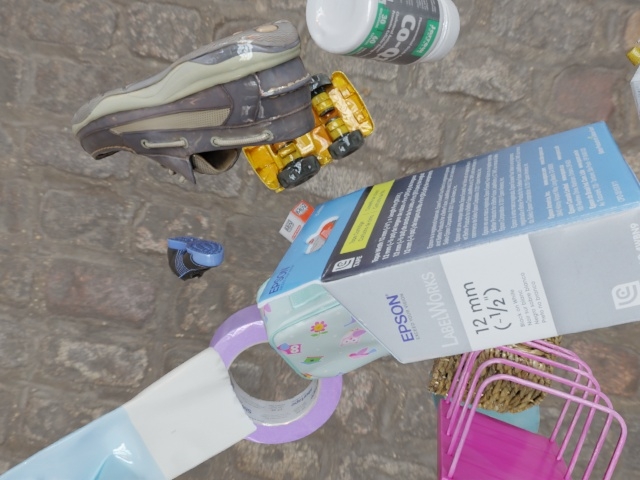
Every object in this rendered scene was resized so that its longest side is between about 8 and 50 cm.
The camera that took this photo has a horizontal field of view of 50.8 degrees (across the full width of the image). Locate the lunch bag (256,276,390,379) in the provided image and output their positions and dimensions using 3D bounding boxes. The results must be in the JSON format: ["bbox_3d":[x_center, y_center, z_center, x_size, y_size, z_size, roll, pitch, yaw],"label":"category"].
[{"bbox_3d":[0.057,0.091,1.014,0.279,0.224,0.107,-25,52,6],"label":"lunch bag"}]

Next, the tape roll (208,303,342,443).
[{"bbox_3d":[-0.096,0.267,1.355,0.275,0.090,0.274,-1,109,-2],"label":"tape roll"}]

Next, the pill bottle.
[{"bbox_3d":[0.158,-0.522,1.585,0.204,0.361,0.204,7,100,44],"label":"pill bottle"}]

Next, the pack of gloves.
[{"bbox_3d":[-0.109,0.209,0.476,0.232,0.046,0.195,-29,89,-43],"label":"pack of gloves"}]

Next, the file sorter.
[{"bbox_3d":[0.295,0.253,0.980,0.202,0.291,0.182,19,100,7],"label":"file sorter"}]

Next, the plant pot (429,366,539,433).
[{"bbox_3d":[0.383,0.367,1.665,0.196,0.290,0.290,-12,89,-6],"label":"plant pot"}]

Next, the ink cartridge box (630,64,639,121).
[{"bbox_3d":[0.579,-0.229,1.092,0.224,0.045,0.223,-53,127,-30],"label":"ink cartridge box"}]

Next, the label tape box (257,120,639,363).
[{"bbox_3d":[0.140,0.006,0.692,0.348,0.249,0.115,-16,109,21],"label":"label tape box"}]

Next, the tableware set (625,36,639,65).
[{"bbox_3d":[0.451,-0.264,0.870,0.024,0.154,0.104,40,85,-6],"label":"tableware set"}]

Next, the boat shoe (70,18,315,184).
[{"bbox_3d":[-0.150,-0.123,0.735,0.132,0.355,0.130,-35,109,-41],"label":"boat shoe"}]

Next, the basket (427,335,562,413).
[{"bbox_3d":[0.342,0.174,1.283,0.214,0.299,0.223,15,60,10],"label":"basket"}]

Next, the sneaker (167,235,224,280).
[{"bbox_3d":[-0.271,0.047,1.467,0.081,0.232,0.090,-7,101,-30],"label":"sneaker"}]

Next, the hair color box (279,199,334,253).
[{"bbox_3d":[0.000,0.000,1.212,0.141,0.072,0.043,39,51,5],"label":"hair color box"}]

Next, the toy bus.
[{"bbox_3d":[-0.024,-0.182,1.235,0.220,0.211,0.149,-30,84,-1],"label":"toy bus"}]
